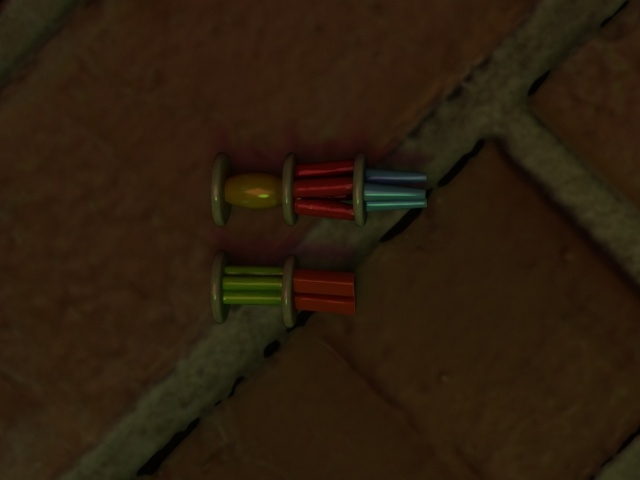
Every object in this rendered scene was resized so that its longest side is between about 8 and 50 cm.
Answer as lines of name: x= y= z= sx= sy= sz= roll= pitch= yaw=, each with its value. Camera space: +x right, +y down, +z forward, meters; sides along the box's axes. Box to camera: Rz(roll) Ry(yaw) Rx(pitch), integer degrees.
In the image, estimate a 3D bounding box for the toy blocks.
toy blocks: x=0.000 y=0.000 z=1.341 sx=0.148 sy=0.054 sz=0.123 roll=1 pitch=95 yaw=8
